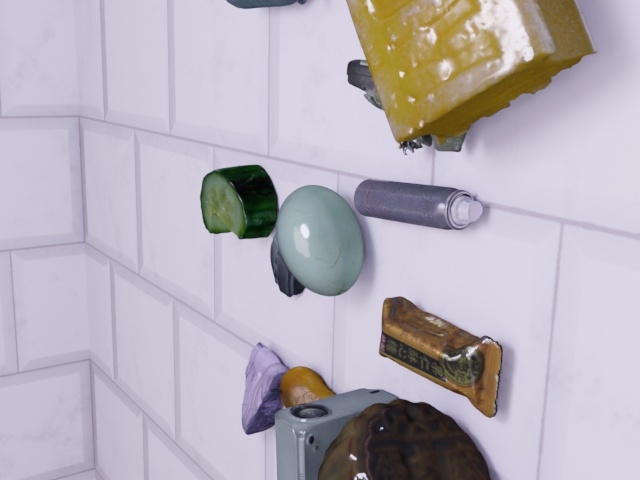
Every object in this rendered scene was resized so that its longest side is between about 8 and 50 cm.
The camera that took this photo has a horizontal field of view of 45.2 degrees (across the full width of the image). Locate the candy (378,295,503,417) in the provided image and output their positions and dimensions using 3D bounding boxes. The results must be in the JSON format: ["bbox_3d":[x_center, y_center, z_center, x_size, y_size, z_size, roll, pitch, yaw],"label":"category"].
[{"bbox_3d":[0.206,0.191,1.333,0.271,0.101,0.143,27,124,45],"label":"candy"}]

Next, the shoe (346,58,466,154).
[{"bbox_3d":[0.141,-0.226,1.329,0.293,0.109,0.149,23,109,47],"label":"shoe"}]

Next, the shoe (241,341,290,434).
[{"bbox_3d":[-0.152,0.371,1.904,0.137,0.095,0.245,55,134,40],"label":"shoe"}]

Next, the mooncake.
[{"bbox_3d":[0.143,0.410,1.296,0.161,0.290,0.290,-55,52,42],"label":"mooncake"}]

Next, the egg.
[{"bbox_3d":[0.000,0.000,1.532,0.168,0.168,0.231,-33,72,53],"label":"egg"}]

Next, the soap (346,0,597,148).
[{"bbox_3d":[0.190,-0.338,1.090,0.293,0.156,0.335,-24,81,50],"label":"soap"}]

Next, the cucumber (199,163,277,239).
[{"bbox_3d":[-0.190,-0.093,1.847,0.191,0.130,0.191,23,120,47],"label":"cucumber"}]

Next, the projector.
[{"bbox_3d":[0.038,0.409,1.482,0.108,0.250,0.198,11,105,55],"label":"projector"}]

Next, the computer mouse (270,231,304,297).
[{"bbox_3d":[-0.073,0.034,1.734,0.126,0.071,0.231,58,140,32],"label":"computer mouse"}]

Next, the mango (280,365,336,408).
[{"bbox_3d":[-0.023,0.357,1.712,0.178,0.090,0.115,39,120,36],"label":"mango"}]

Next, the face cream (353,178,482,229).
[{"bbox_3d":[0.169,-0.064,1.355,0.283,0.073,0.073,13,106,55],"label":"face cream"}]

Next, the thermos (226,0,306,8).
[{"bbox_3d":[-0.089,-0.572,1.588,0.286,0.145,0.182,17,96,51],"label":"thermos"}]
